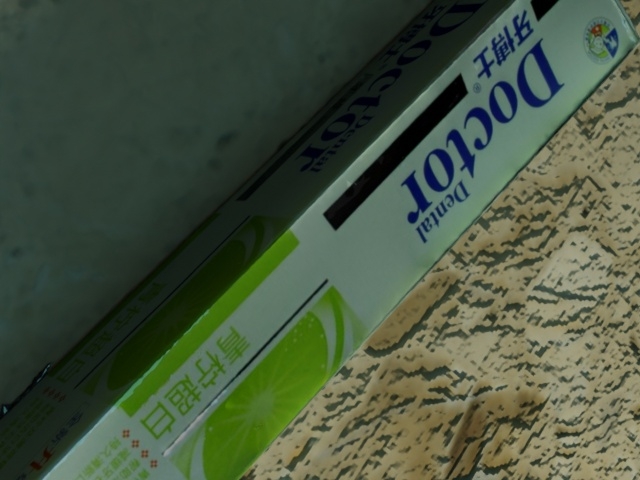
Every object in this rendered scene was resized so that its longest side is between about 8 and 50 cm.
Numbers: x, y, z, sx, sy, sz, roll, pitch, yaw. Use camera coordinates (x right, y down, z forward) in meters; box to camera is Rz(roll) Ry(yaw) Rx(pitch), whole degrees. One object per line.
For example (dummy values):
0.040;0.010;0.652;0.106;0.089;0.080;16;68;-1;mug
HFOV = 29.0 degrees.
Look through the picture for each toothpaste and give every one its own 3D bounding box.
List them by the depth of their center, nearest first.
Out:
0.000;0.000;0.519;0.336;0.081;0.067;-46;114;-20;toothpaste
